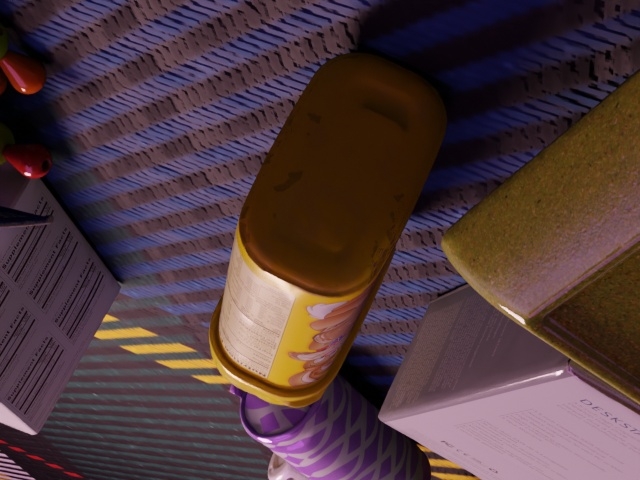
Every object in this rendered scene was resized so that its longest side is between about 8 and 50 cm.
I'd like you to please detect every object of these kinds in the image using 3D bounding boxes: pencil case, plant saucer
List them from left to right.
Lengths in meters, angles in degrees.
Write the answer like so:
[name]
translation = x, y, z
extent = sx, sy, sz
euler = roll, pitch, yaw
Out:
[pencil case]
translation = 0.012, 0.164, 1.040
extent = 0.088, 0.086, 0.206
euler = -1, 147, 37
[plant saucer]
translation = 0.167, 0.017, 0.469
extent = 0.188, 0.045, 0.188
euler = 33, 134, -15

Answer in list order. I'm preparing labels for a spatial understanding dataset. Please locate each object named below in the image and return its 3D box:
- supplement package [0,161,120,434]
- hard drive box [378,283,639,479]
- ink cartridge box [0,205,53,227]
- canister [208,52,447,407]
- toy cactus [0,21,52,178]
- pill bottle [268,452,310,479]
[supplement package]
translation = -0.299, 0.025, 0.996
extent = 0.194, 0.149, 0.203
euler = 19, 159, 19
[hard drive box]
translation = 0.162, 0.090, 0.687
extent = 0.181, 0.089, 0.232
euler = 31, 159, -11
[ink cartridge box]
translation = -0.370, -0.072, 0.762
extent = 0.330, 0.071, 0.324
euler = 12, -176, 13
[canister]
translation = 0.000, 0.000, 0.620
extent = 0.073, 0.126, 0.170
euler = 26, 157, 3
[toy cactus]
translation = -0.262, -0.112, 0.724
extent = 0.180, 0.112, 0.219
euler = 23, 170, 39
[pill bottle]
translation = 0.013, 0.228, 1.220
extent = 0.116, 0.065, 0.065
euler = 33, 158, -13
